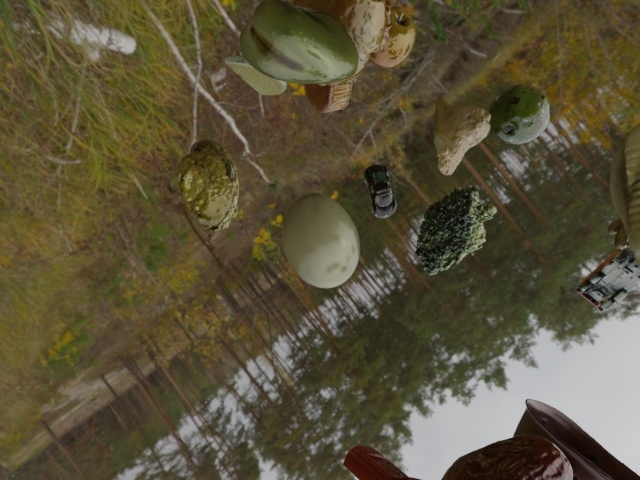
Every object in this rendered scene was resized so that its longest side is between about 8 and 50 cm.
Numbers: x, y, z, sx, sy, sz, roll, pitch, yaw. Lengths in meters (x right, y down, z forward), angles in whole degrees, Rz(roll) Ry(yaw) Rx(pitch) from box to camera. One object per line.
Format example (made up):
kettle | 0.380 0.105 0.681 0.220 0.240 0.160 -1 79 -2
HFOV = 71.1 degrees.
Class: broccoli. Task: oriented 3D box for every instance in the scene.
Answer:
broccoli | 0.458 -0.018 1.472 0.245 0.248 0.288 14 139 -25

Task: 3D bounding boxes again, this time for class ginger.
ginger | 0.342 -0.243 1.078 0.122 0.193 0.115 2 165 24

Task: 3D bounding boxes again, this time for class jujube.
jujube | 0.332 0.464 0.813 0.255 0.190 0.190 -32 174 -17

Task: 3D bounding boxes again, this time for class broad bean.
broad bean | -0.022 -0.377 0.852 0.263 0.189 0.121 -25 162 -41

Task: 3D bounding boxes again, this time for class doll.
doll | 0.478 -0.030 0.692 0.093 0.051 0.061 -39 -163 -32

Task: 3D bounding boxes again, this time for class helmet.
helmet | 0.606 0.594 1.076 0.230 0.385 0.337 -55 174 8

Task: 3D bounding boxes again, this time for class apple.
apple | 0.221 -0.652 1.433 0.182 0.182 0.155 -34 178 -39

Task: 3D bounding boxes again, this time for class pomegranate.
pomegranate | 0.712 -0.461 1.598 0.248 0.214 0.214 -49 -177 -36

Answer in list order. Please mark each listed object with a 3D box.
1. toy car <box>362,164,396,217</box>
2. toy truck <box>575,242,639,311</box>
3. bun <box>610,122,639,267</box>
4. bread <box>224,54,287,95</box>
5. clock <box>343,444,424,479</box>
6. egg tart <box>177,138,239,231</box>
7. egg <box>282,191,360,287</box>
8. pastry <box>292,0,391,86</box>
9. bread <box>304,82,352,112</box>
toy car | 0.157 -0.130 1.173 0.069 0.142 0.055 -12 172 -5
toy truck | 0.866 0.099 1.293 0.135 0.114 0.270 -32 155 -32
bun | 0.446 -0.050 0.500 0.229 0.145 0.229 -43 -145 42
bread | -0.141 -0.413 1.116 0.193 0.112 0.036 16 86 -68
clock | 0.131 0.457 0.863 0.155 0.113 0.061 14 -105 53
egg tart | -0.349 -0.161 1.338 0.095 0.279 0.279 -11 156 -48
egg | 0.000 0.000 1.097 0.186 0.242 0.186 -18 -172 3
pastry | 0.060 -0.575 1.186 0.184 0.284 0.316 -17 143 -40
bread | 0.015 -0.515 1.457 0.104 0.199 0.199 -18 166 -25
